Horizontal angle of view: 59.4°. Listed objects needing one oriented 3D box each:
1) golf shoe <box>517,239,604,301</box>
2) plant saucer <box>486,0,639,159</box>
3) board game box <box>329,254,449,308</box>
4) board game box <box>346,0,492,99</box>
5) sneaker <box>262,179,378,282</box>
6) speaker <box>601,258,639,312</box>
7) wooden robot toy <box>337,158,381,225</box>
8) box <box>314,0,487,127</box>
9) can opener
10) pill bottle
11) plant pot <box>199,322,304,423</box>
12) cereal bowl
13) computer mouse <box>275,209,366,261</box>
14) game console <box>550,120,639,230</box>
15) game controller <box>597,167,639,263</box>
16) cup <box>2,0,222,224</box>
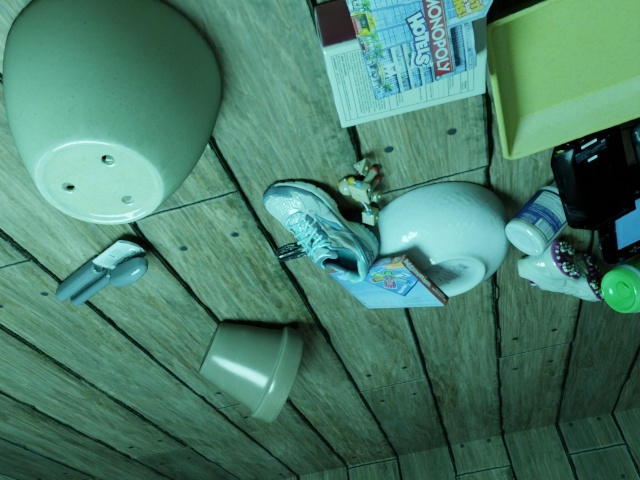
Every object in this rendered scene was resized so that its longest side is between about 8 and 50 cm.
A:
[{"bbox_3d":[0.632,0.089,1.464,0.306,0.115,0.140,28,145,-34],"label":"golf shoe"},{"bbox_3d":[0.437,-0.307,0.914,0.332,0.081,0.333,-18,145,14],"label":"plant saucer"},{"bbox_3d":[0.146,0.100,1.270,0.145,0.027,0.281,42,155,-19],"label":"board game box"},{"bbox_3d":[0.142,-0.282,0.718,0.193,0.060,0.194,-15,137,11],"label":"board game box"},{"bbox_3d":[0.002,-0.015,1.150,0.282,0.122,0.110,32,132,-17],"label":"sneaker"},{"bbox_3d":[0.872,0.097,1.437,0.296,0.131,0.131,-13,145,-19],"label":"speaker"},{"bbox_3d":[0.076,-0.109,1.145,0.078,0.076,0.173,17,152,28],"label":"wooden robot toy"},{"bbox_3d":[0.121,-0.290,0.851,0.232,0.127,0.149,-13,140,5],"label":"box"},{"bbox_3d":[-0.493,0.081,1.249,0.280,0.093,0.074,-27,139,30],"label":"can opener"},{"bbox_3d":[0.481,-0.056,1.193,0.169,0.094,0.094,-44,143,-13],"label":"pill bottle"},{"bbox_3d":[-0.194,0.327,1.519,0.229,0.263,0.263,24,135,-9],"label":"plant pot"},{"bbox_3d":[0.276,0.031,1.280,0.338,0.141,0.339,-4,142,-3],"label":"cereal bowl"},{"bbox_3d":[0.000,0.000,1.269,0.242,0.041,0.071,-28,139,24],"label":"computer mouse"},{"bbox_3d":[0.631,-0.170,1.088,0.361,0.044,0.213,-28,122,5],"label":"game console"},{"bbox_3d":[0.733,-0.054,1.315,0.166,0.067,0.319,-22,141,17],"label":"game controller"},{"bbox_3d":[-0.315,-0.167,0.840,0.330,0.237,0.331,-5,142,-4],"label":"cup"}]
